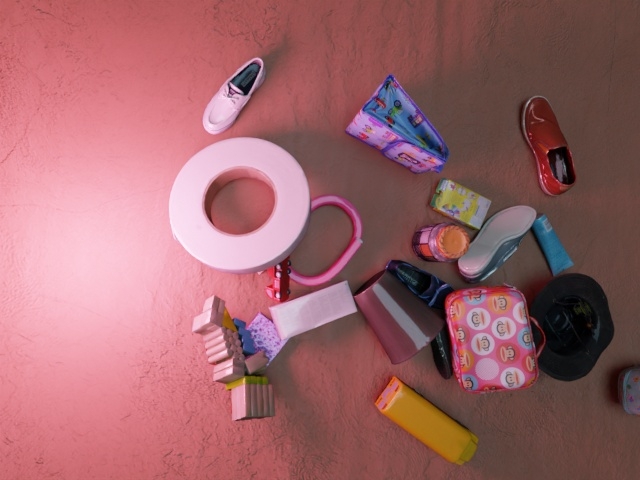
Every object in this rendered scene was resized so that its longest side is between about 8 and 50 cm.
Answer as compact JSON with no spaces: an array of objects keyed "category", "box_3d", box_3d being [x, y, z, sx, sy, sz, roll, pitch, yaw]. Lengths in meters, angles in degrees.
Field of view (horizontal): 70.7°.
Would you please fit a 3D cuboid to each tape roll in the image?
[{"category":"tape roll","box_3d":[-0.219,-0.098,1.250,0.392,0.072,0.392,-1,74,3]}]

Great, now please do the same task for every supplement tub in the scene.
[{"category":"supplement tub","box_3d":[0.353,0.007,1.329,0.117,0.190,0.117,0,89,-9]}]

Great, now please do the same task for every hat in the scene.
[{"category":"hat","box_3d":[0.740,0.260,1.413,0.331,0.134,0.331,1,88,-16]}]

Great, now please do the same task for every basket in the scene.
[{"category":"basket","box_3d":[0.215,0.212,1.327,0.204,0.154,0.227,-41,90,-3]}]

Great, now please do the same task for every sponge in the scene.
[{"category":"sponge","box_3d":[-0.197,0.326,1.316,0.117,0.031,0.210,39,83,-6]}]

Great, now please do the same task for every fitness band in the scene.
[{"category":"fitness band","box_3d":[0.000,0.000,1.345,0.209,0.054,0.291,41,82,-5]}]

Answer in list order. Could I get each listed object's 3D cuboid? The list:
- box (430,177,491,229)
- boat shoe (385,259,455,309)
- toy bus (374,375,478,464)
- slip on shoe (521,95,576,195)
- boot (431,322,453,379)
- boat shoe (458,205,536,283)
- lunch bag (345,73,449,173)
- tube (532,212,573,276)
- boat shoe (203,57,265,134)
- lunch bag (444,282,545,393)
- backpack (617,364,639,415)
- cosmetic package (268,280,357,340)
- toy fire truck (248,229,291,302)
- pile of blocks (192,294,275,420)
[{"category":"box","box_3d":[0.436,-0.115,1.421,0.179,0.043,0.105,26,85,-9]},{"category":"boat shoe","box_3d":[0.315,0.147,1.370,0.258,0.089,0.109,24,85,-7]},{"category":"toy bus","box_3d":[0.325,0.542,1.338,0.332,0.130,0.108,37,83,-6]},{"category":"slip on shoe","box_3d":[0.739,-0.308,1.444,0.123,0.101,0.331,-14,89,-7]},{"category":"boot","box_3d":[0.452,0.315,1.402,0.208,0.076,0.190,-12,92,-16]},{"category":"boat shoe","box_3d":[0.558,0.012,1.424,0.319,0.116,0.099,-41,135,-14]},{"category":"lunch bag","box_3d":[0.242,-0.301,1.307,0.293,0.221,0.138,38,84,-5]},{"category":"tube","box_3d":[0.746,0.011,1.464,0.080,0.052,0.207,-30,97,1]},{"category":"boat shoe","box_3d":[-0.253,-0.425,1.304,0.095,0.084,0.258,33,84,-7]},{"category":"lunch bag","box_3d":[0.500,0.276,1.286,0.258,0.120,0.293,-8,90,7]},{"category":"backpack","box_3d":[1.041,0.482,1.437,0.188,0.144,0.166,3,89,-31]},{"category":"cosmetic package","box_3d":[-0.022,0.201,1.317,0.239,0.060,0.099,-18,90,-17]},{"category":"toy fire truck","box_3d":[-0.149,0.073,1.302,0.047,0.135,0.192,-18,115,-50]},{"category":"pile of blocks","box_3d":[-0.244,0.332,1.253,0.112,0.149,0.362,-29,80,34]}]
